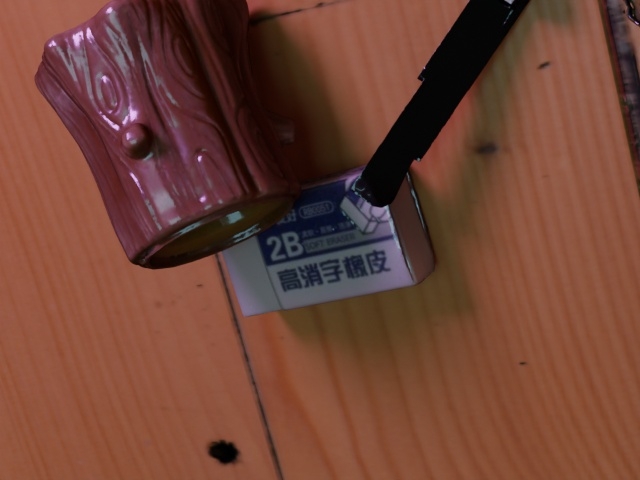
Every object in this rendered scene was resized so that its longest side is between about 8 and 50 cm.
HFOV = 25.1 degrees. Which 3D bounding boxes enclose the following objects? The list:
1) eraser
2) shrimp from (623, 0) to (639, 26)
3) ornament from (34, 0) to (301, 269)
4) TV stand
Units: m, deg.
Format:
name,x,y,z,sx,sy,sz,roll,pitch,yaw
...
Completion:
name,x,y,z,sx,sy,sz,roll,pitch,yaw
eraser,0.000,0.000,1.458,0.210,0.068,0.125,-12,103,30
shrimp,0.350,-0.269,1.194,0.253,0.058,0.173,-41,80,34
ornament,-0.133,-0.103,1.382,0.218,0.221,0.235,66,163,10
TV stand,0.113,-0.144,1.319,0.040,0.049,0.256,36,105,9
